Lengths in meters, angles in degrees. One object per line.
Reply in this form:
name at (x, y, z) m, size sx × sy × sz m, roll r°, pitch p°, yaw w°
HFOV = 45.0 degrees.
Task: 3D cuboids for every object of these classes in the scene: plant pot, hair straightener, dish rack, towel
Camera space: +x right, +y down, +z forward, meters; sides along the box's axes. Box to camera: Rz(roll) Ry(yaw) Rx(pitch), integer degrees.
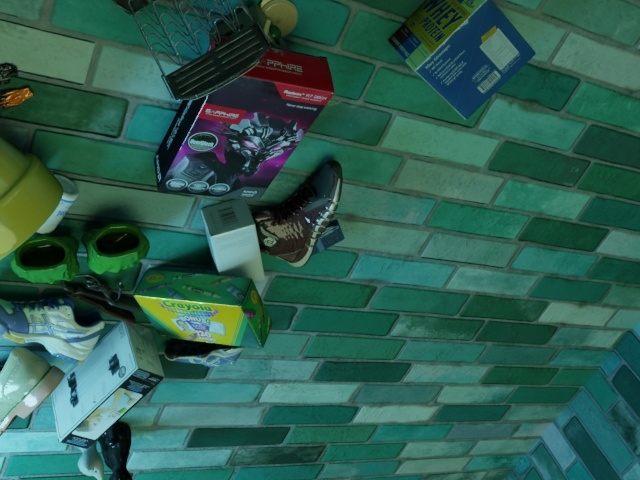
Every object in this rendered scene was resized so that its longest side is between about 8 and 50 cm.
plant pot at (-0.629, -0.105, 1.357) m, size 0.254 × 0.254 × 0.239 m, roll -32°, pitch 121°, yaw 4°
hair straightener at (-0.489, 0.116, 1.763) m, size 0.089 × 0.047 × 0.230 m, roll -43°, pitch 130°, yaw 15°
dish rack at (-0.215, -0.372, 1.294) m, size 0.208 × 0.272 × 0.074 m, roll -30°, pitch 158°, yaw 3°
towel at (0.000, 0.000, 1.898) m, size 0.119 × 0.029 × 0.067 m, roll -27°, pitch 137°, yaw -2°

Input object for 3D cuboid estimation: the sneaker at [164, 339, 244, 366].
sneaker at (-0.297, 0.294, 1.986) m, size 0.211 × 0.080 × 0.081 m, roll 1°, pitch 126°, yaw -25°

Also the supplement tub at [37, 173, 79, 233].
supplement tub at (-0.537, -0.073, 1.540) m, size 0.071 × 0.071 × 0.107 m, roll 23°, pitch 117°, yaw -39°

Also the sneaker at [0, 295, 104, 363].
sneaker at (-0.619, 0.164, 1.713) m, size 0.296 × 0.112 × 0.131 m, roll 33°, pitch 93°, yaw -44°

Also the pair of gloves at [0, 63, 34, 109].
pair of gloves at (-0.565, -0.276, 1.384) m, size 0.074 × 0.010 × 0.083 m, roll -23°, pitch 133°, yaw -3°

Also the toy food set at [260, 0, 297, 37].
toy food set at (-0.084, -0.424, 1.475) m, size 0.083 × 0.020 × 0.083 m, roll 5°, pitch 127°, yaw -30°

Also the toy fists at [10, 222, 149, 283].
toy fists at (-0.498, 0.027, 1.611) m, size 0.279 × 0.096 × 0.142 m, roll -12°, pitch 163°, yaw -18°

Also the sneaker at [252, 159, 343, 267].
sneaker at (-0.065, -0.068, 1.756) m, size 0.162 × 0.106 × 0.281 m, roll 14°, pitch 116°, yaw -22°

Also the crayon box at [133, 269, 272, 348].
crayon box at (-0.267, 0.156, 1.771) m, size 0.278 × 0.081 × 0.165 m, roll 4°, pitch 140°, yaw 21°

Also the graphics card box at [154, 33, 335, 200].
graphics card box at (-0.159, -0.220, 1.496) m, size 0.232 × 0.094 × 0.371 m, roll 4°, pitch 148°, yaw -30°

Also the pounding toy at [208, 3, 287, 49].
pounding toy at (-0.124, -0.361, 1.433) m, size 0.141 × 0.100 × 0.130 m, roll -25°, pitch 138°, yaw 18°

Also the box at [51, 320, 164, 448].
box at (-0.519, 0.346, 1.865) m, size 0.290 × 0.169 × 0.087 m, roll -43°, pitch 137°, yaw 13°

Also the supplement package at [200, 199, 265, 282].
supplement package at (-0.198, 0.011, 1.757) m, size 0.105 × 0.105 × 0.179 m, roll -17°, pitch 134°, yaw -11°

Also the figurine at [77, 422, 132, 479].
figurine at (-0.561, 0.549, 1.997) m, size 0.092 × 0.209 × 0.215 m, roll -31°, pitch 136°, yaw 3°

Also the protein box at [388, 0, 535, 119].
protein box at (0.292, -0.400, 1.597) m, size 0.200 × 0.136 × 0.201 m, roll -44°, pitch 134°, yaw 16°

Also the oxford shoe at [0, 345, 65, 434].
oxford shoe at (-0.776, 0.380, 1.827) m, size 0.397 × 0.140 × 0.146 m, roll -39°, pitch 104°, yaw 18°
